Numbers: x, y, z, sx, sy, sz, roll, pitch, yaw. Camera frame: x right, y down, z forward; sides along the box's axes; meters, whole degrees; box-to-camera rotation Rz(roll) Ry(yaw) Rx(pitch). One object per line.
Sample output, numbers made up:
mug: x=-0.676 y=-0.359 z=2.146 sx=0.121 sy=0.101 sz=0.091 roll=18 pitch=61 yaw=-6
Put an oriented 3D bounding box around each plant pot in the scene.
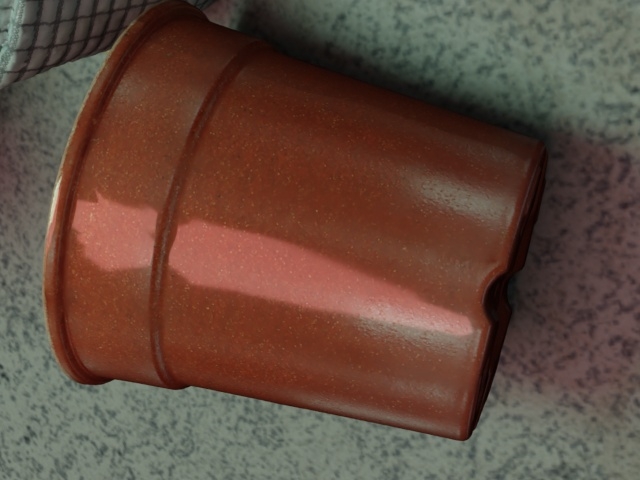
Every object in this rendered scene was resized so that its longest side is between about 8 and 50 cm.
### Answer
plant pot: x=0.000 y=0.000 z=0.785 sx=0.265 sy=0.272 sz=0.272 roll=14 pitch=119 yaw=12

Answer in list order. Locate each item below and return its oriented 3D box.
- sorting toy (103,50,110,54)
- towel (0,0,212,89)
sorting toy: x=-0.171 y=-0.189 z=0.921 sx=0.062 sy=0.012 sz=0.083 roll=32 pitch=127 yaw=17
towel: x=-0.145 y=-0.260 z=0.742 sx=0.121 sy=0.235 sz=0.284 roll=31 pitch=123 yaw=19
